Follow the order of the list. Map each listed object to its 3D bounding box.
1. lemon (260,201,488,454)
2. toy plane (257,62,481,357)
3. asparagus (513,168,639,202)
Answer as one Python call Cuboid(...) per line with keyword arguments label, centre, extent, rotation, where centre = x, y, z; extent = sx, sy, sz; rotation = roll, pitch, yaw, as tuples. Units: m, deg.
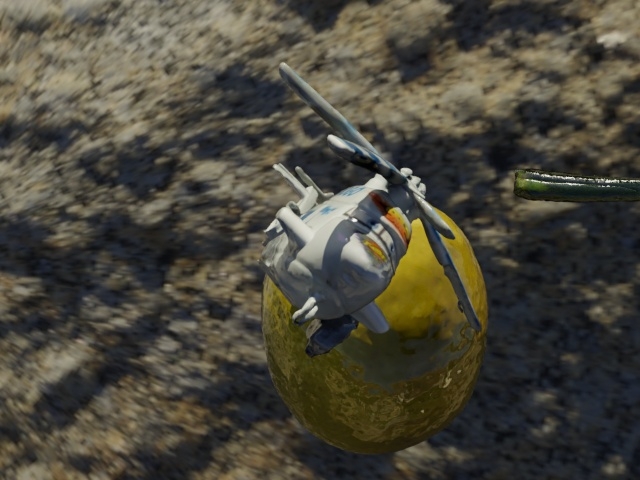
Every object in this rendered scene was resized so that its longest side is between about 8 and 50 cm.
Cuboid(label="lemon", centre=(0.038, 0.060, 1.139), extent=(0.170, 0.170, 0.207), rotation=(-12, 130, -15))
Cuboid(label="toy plane", centre=(-0.007, -0.008, 0.911), extent=(0.107, 0.273, 0.182), rotation=(-42, 119, -8))
Cuboid(label="asparagus", centre=(0.226, -0.028, 0.923), extent=(0.233, 0.023, 0.022), rotation=(2, 81, 17))
